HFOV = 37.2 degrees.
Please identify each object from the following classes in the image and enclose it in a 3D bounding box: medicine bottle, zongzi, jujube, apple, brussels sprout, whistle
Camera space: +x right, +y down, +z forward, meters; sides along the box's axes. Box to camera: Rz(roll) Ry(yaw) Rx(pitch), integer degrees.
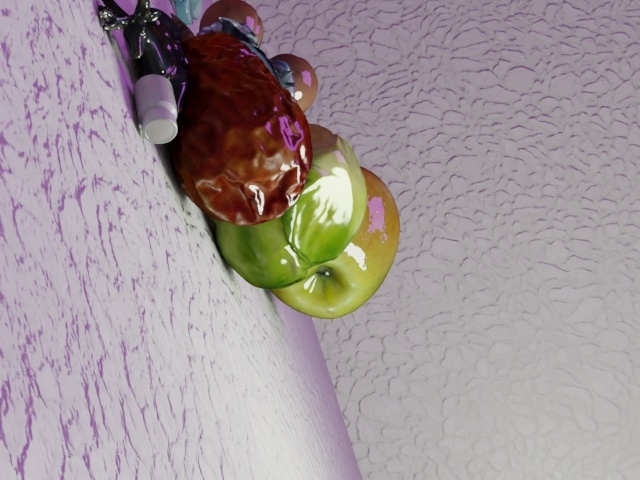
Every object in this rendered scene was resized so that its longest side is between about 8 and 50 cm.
[{"bbox_3d":[-0.212,-0.169,1.226,0.052,0.052,0.089,69,2,-50],"label":"medicine bottle"},{"bbox_3d":[-0.292,-0.433,2.010,0.083,0.040,0.076,54,-8,7],"label":"zongzi"},{"bbox_3d":[-0.139,-0.182,1.416,0.216,0.216,0.342,70,-4,-47],"label":"jujube"},{"bbox_3d":[0.000,0.000,2.065,0.338,0.338,0.305,69,22,-52],"label":"apple"},{"bbox_3d":[-0.053,-0.060,1.594,0.227,0.259,0.294,36,-53,26],"label":"brussels sprout"},{"bbox_3d":[-0.313,-0.600,2.153,0.274,0.093,0.186,74,24,-65],"label":"whistle"}]

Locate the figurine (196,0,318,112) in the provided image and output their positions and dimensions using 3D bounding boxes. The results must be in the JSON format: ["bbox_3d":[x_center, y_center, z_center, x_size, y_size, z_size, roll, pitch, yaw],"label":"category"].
[{"bbox_3d":[-0.155,-0.302,1.752,0.276,0.248,0.388,47,3,-8],"label":"figurine"}]

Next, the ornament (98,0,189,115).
[{"bbox_3d":[-0.243,-0.308,1.281,0.236,0.080,0.202,69,7,-53],"label":"ornament"}]
